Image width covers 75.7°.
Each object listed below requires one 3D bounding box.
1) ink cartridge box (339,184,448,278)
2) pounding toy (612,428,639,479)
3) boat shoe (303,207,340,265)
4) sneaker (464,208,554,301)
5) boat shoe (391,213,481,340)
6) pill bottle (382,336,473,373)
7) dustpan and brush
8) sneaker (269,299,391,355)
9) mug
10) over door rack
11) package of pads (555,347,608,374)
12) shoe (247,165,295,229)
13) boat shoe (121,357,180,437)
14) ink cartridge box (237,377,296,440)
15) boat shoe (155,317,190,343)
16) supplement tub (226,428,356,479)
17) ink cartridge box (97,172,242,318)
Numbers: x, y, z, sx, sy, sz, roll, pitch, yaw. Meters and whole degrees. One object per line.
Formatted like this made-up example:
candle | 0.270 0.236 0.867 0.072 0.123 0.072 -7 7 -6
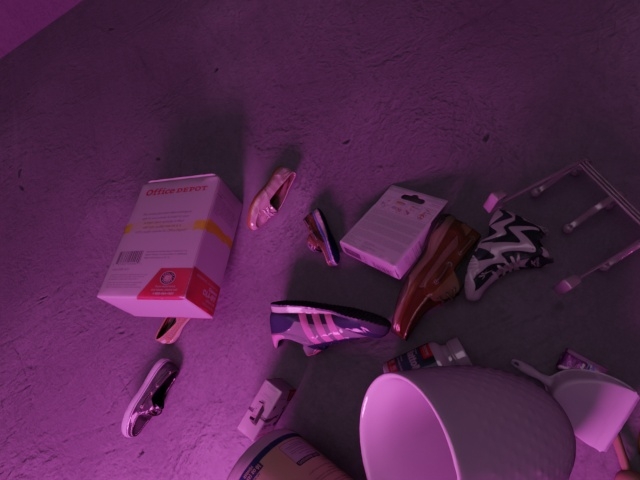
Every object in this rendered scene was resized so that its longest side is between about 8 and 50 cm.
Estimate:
ink cartridge box | 0.192 -0.030 1.066 0.232 0.066 0.189 -44 44 -21
pounding toy | 0.664 0.389 0.737 0.237 0.110 0.182 -5 71 18
boat shoe | 0.000 0.000 1.140 0.066 0.066 0.183 -28 55 15
sneaker | 0.437 0.051 0.940 0.153 0.094 0.234 21 71 33
boat shoe | 0.276 0.092 0.974 0.120 0.122 0.323 26 83 20
pill bottle | 0.243 0.290 0.925 0.180 0.108 0.107 -28 65 9
dustpan and brush | 0.500 0.309 0.849 0.211 0.060 0.147 25 105 20
sneaker | 0.019 0.231 1.043 0.319 0.112 0.130 4 91 24
mug | 0.271 0.411 0.772 0.276 0.328 0.373 -131 48 -56
over door rack | 0.531 -0.036 0.888 0.325 0.108 0.239 -21 63 -21
package of pads | 0.546 0.268 0.863 0.083 0.032 0.050 29 82 26
shoe | -0.145 -0.124 1.223 0.058 0.076 0.219 24 80 30
boat shoe | -0.467 0.449 1.154 0.076 0.080 0.228 20 73 26
ink cartridge box | -0.131 0.417 1.024 0.056 0.099 0.135 29 85 25
boat shoe | -0.420 0.215 1.212 0.068 0.072 0.189 20 80 25
supplement tub | -0.020 0.568 0.830 0.325 0.235 0.235 21 80 37
ink cartridge box | -0.415 0.016 1.191 0.280 0.160 0.384 -2 60 19
